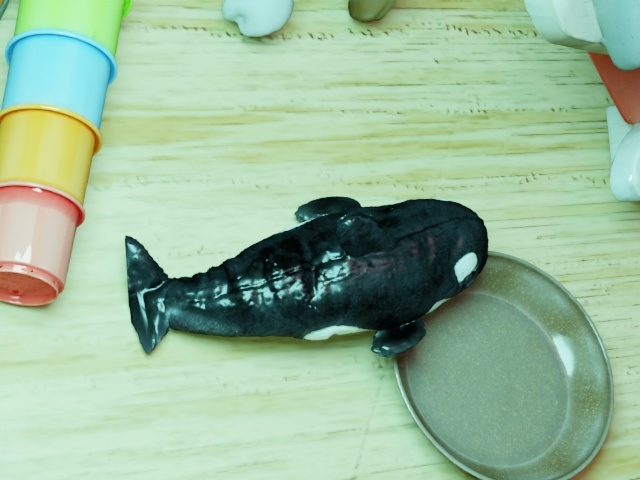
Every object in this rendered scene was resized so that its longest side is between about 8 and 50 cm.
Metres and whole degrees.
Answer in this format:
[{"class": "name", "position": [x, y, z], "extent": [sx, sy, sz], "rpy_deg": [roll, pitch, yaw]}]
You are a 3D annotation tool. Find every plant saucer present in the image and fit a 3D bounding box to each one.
[{"class": "plant saucer", "position": [0.139, 0.104, 1.187], "extent": [0.199, 0.036, 0.198], "rpy_deg": [10, 62, -21]}]

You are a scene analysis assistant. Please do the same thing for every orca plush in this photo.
[{"class": "orca plush", "position": [0.000, 0.000, 1.113], "extent": [0.287, 0.102, 0.151], "rpy_deg": [2, 51, -11]}]

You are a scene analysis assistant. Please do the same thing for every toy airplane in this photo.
[{"class": "toy airplane", "position": [0.304, -0.222, 1.285], "extent": [0.384, 0.272, 0.386], "rpy_deg": [39, 39, -27]}]

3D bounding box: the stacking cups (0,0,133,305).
[{"class": "stacking cups", "position": [-0.190, -0.109, 1.099], "extent": [0.096, 0.096, 0.316], "rpy_deg": [14, 60, -19]}]

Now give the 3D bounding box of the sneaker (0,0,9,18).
[{"class": "sneaker", "position": [-0.275, -0.186, 1.082], "extent": [0.108, 0.121, 0.302], "rpy_deg": [19, 58, -16]}]

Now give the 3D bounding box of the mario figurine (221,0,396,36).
[{"class": "mario figurine", "position": [-0.085, -0.286, 1.250], "extent": [0.321, 0.170, 0.198], "rpy_deg": [21, 16, -26]}]
